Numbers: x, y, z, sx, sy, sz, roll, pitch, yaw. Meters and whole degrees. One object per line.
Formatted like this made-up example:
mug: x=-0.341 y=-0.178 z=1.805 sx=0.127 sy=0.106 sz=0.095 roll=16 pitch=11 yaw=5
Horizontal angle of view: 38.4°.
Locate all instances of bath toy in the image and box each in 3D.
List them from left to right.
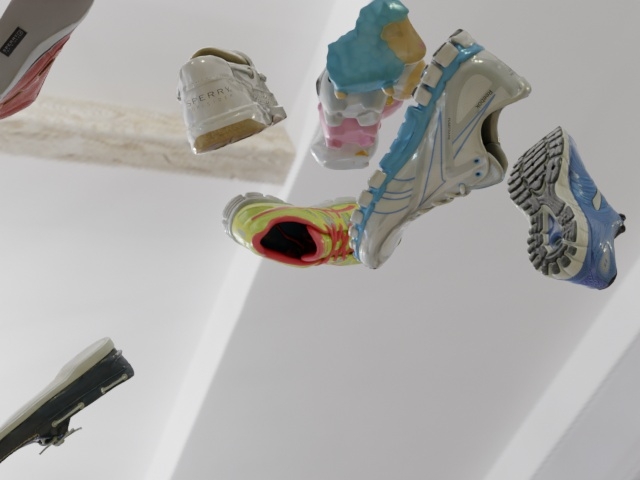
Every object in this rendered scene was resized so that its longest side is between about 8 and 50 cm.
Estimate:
bath toy: x=0.060 y=-0.207 z=1.308 sx=0.151 sy=0.129 sz=0.348 roll=-3 pitch=-14 yaw=-7

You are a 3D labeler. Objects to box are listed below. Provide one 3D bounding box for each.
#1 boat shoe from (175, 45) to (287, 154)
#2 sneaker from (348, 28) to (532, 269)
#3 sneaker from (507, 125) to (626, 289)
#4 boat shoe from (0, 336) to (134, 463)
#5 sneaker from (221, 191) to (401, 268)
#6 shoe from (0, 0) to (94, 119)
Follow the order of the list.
boat shoe: x=-0.093 y=-0.148 z=0.915 sx=0.098 sy=0.277 sz=0.096 roll=-21 pitch=-81 yaw=-1
sneaker: x=0.086 y=-0.048 z=0.662 sx=0.071 sy=0.083 sz=0.190 roll=-36 pitch=-24 yaw=-59
sneaker: x=0.401 y=-0.047 z=1.485 sx=0.147 sy=0.330 sz=0.130 roll=28 pitch=-48 yaw=-26
boat shoe: x=-0.371 y=0.241 z=1.281 sx=0.254 sy=0.095 sz=0.079 roll=-44 pitch=-75 yaw=-31
sneaker: x=0.000 y=0.000 z=1.016 sx=0.209 sy=0.094 sz=0.081 roll=2 pitch=-70 yaw=-21
shoe: x=-0.290 y=-0.197 z=0.922 sx=0.063 sy=0.081 sz=0.178 roll=37 pitch=-105 yaw=-4
